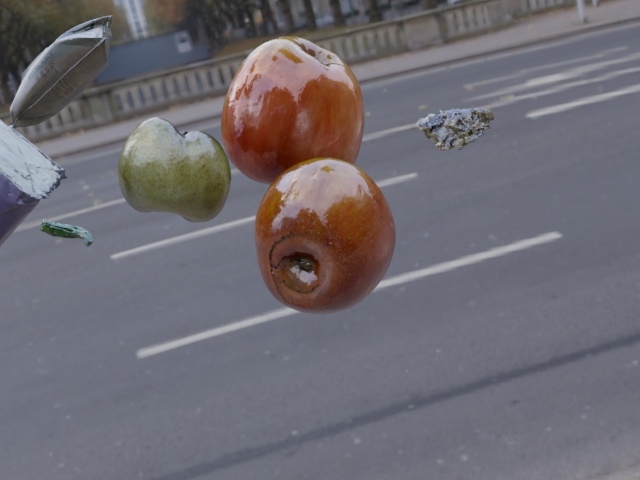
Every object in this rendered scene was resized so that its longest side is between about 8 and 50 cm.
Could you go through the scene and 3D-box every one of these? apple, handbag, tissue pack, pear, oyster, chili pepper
[{"bbox_3d":[0.000,0.000,1.251,0.210,0.235,0.173,1,36,26],"label":"apple"},{"bbox_3d":[-0.515,-0.342,1.729,0.270,0.117,0.182,-38,30,16],"label":"handbag"},{"bbox_3d":[-0.576,-0.052,1.279,0.343,0.242,0.125,-41,18,28],"label":"tissue pack"},{"bbox_3d":[-0.039,-0.213,1.461,0.242,0.241,0.242,14,20,-5],"label":"apple"},{"bbox_3d":[-0.213,-0.101,1.269,0.167,0.136,0.167,10,-4,1],"label":"pear"},{"bbox_3d":[0.267,-0.226,1.656,0.148,0.051,0.103,-21,52,-28],"label":"oyster"},{"bbox_3d":[-0.534,-0.016,1.831,0.118,0.035,0.055,22,27,0],"label":"chili pepper"}]
